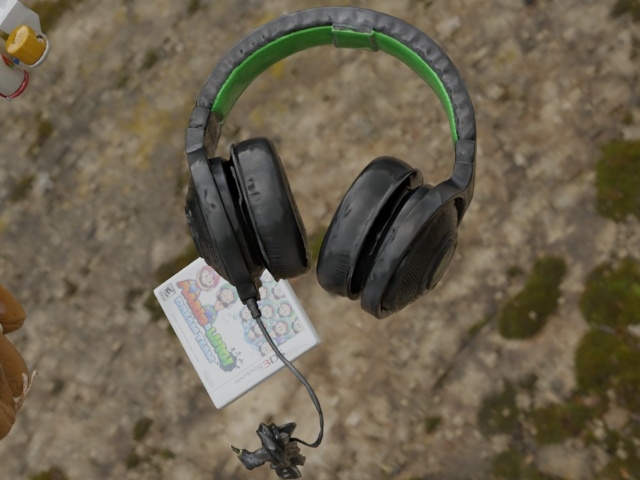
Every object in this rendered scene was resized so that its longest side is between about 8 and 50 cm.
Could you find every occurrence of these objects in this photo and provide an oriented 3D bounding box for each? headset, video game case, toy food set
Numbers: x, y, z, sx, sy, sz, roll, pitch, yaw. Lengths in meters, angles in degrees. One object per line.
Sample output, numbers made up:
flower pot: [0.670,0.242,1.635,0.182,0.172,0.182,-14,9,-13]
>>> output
headset: [0.000,0.000,1.283,0.244,0.185,0.394,8,72,10]
video game case: [-0.093,0.083,1.668,0.143,0.019,0.157,-35,75,18]
toy food set: [-0.382,-0.234,1.863,0.111,0.104,0.232,-56,41,0]

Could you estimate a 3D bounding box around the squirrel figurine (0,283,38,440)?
squirrel figurine: [-0.550,0.116,1.989,0.281,0.397,0.370,-36,23,-10]
